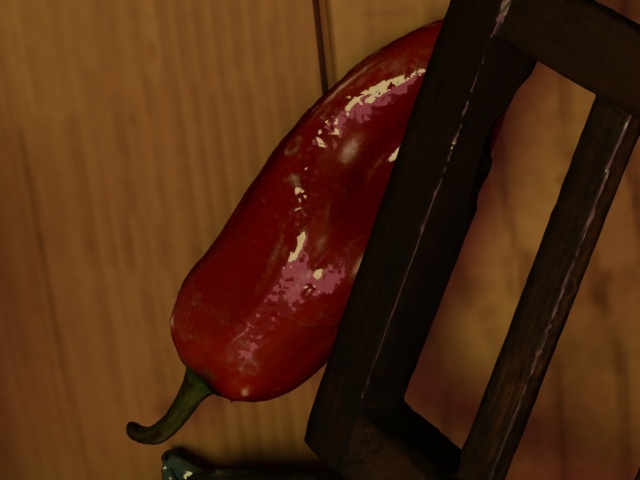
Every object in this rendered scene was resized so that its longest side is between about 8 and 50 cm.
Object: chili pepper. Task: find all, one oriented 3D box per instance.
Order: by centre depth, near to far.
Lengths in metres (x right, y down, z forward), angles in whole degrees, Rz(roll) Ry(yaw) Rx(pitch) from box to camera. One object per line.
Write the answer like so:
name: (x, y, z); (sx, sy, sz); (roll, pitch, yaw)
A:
chili pepper: (0.001, 0.001, 0.483); (0.059, 0.050, 0.191); (38, 107, -3)

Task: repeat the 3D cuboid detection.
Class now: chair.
chair: (0.043, -0.087, 0.288); (0.203, 0.240, 0.416); (37, 113, 40)

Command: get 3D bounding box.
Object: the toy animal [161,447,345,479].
toy animal: (0.035, 0.103, 0.503); (0.252, 0.079, 0.070); (-5, 112, 12)
